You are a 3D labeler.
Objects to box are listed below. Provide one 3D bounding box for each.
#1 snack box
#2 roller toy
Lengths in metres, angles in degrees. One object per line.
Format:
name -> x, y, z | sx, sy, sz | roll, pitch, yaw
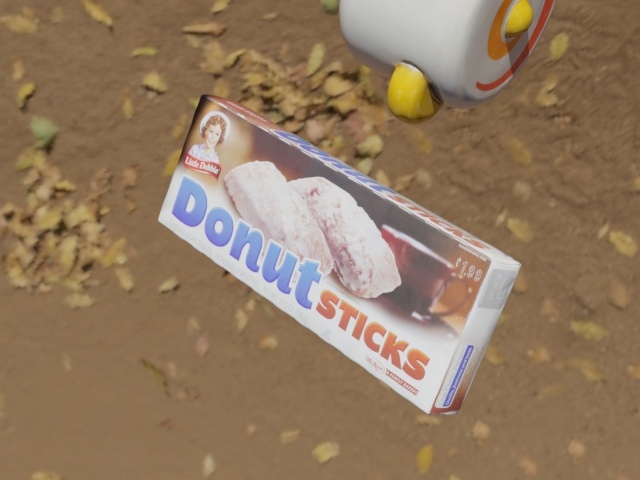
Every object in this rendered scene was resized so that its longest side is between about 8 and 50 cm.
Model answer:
snack box -> 0.000, 0.000, 0.522 | 0.178, 0.022, 0.064 | 32, 108, 40
roller toy -> 0.122, -0.220, 1.131 | 0.146, 0.209, 0.191 | 30, 137, 26
